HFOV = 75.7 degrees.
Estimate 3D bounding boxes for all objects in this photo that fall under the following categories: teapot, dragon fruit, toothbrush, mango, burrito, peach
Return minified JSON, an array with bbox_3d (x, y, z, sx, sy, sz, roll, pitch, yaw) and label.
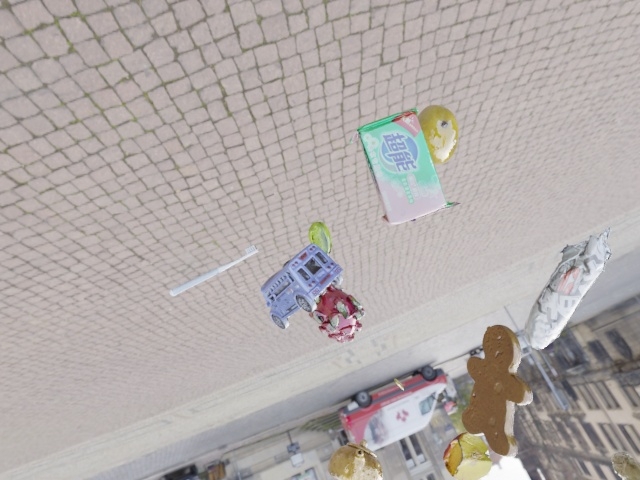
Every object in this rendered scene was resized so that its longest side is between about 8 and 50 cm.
[{"bbox_3d":[0.142,0.846,1.568,0.203,0.167,0.311,17,151,15],"label":"teapot"},{"bbox_3d":[0.042,0.271,1.600,0.198,0.272,0.218,-61,174,13],"label":"dragon fruit"},{"bbox_3d":[-0.363,0.105,1.400,0.342,0.030,0.025,-29,177,5],"label":"toothbrush"},{"bbox_3d":[0.000,0.000,1.724,0.091,0.165,0.074,-4,-164,21],"label":"mango"},{"bbox_3d":[0.654,0.140,1.110,0.138,0.101,0.446,-25,139,-27],"label":"burrito"},{"bbox_3d":[0.487,0.723,1.364,0.151,0.151,0.118,-14,151,-20],"label":"peach"},{"bbox_3d":[0.415,-0.367,1.492,0.142,0.195,0.331,-16,169,8],"label":"mango"}]

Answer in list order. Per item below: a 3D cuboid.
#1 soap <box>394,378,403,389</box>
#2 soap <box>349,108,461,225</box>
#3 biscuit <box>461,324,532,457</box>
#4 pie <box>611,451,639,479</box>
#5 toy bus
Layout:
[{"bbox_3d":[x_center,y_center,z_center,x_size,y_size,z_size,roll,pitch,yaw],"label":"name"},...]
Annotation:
[{"bbox_3d":[0.376,0.687,1.969,0.012,0.034,0.089,-34,128,10],"label":"soap"},{"bbox_3d":[0.215,-0.186,1.074,0.217,0.274,0.098,-18,-179,2],"label":"soap"},{"bbox_3d":[0.298,0.244,0.693,0.031,0.205,0.138,5,-178,-19],"label":"biscuit"},{"bbox_3d":[0.672,0.523,0.768,0.055,0.274,0.274,-44,151,8],"label":"pie"},{"bbox_3d":[-0.064,0.122,1.061,0.125,0.133,0.292,-41,178,-33],"label":"toy bus"}]
